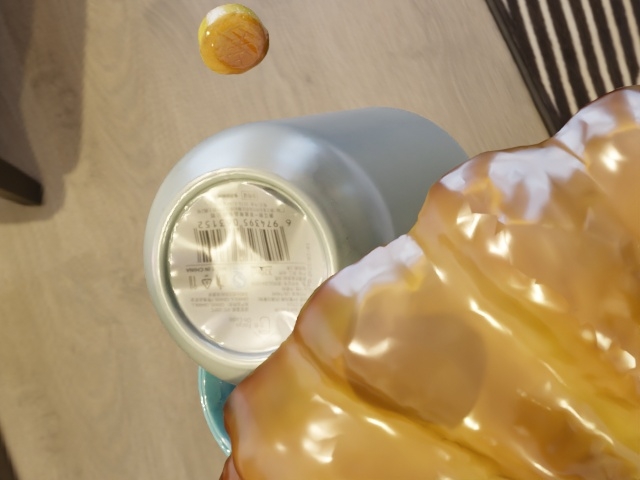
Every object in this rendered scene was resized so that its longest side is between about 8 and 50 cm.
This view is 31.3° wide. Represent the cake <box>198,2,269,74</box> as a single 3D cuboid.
[{"bbox_3d":[-0.102,-0.233,1.330,0.084,0.084,0.044,-40,39,11],"label":"cake"}]

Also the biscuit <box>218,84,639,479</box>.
[{"bbox_3d":[0.121,0.077,0.441,0.325,0.325,0.107,-35,51,12],"label":"biscuit"}]

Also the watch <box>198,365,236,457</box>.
[{"bbox_3d":[-0.042,0.178,1.239,0.193,0.211,0.211,20,92,42],"label":"watch"}]

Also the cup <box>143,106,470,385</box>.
[{"bbox_3d":[0.000,0.000,0.914,0.205,0.312,0.206,3,99,21],"label":"cup"}]
